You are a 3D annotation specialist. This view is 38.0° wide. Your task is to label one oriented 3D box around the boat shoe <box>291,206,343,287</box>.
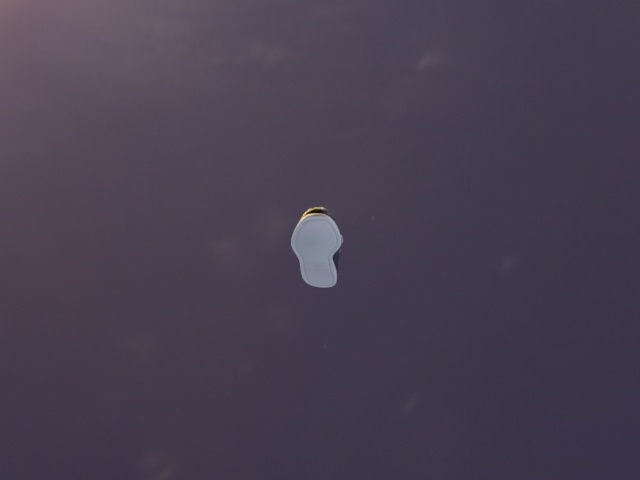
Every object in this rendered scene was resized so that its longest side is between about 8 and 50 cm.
[{"bbox_3d":[0.000,0.000,0.868,0.046,0.125,0.038,2,-120,8],"label":"boat shoe"}]
